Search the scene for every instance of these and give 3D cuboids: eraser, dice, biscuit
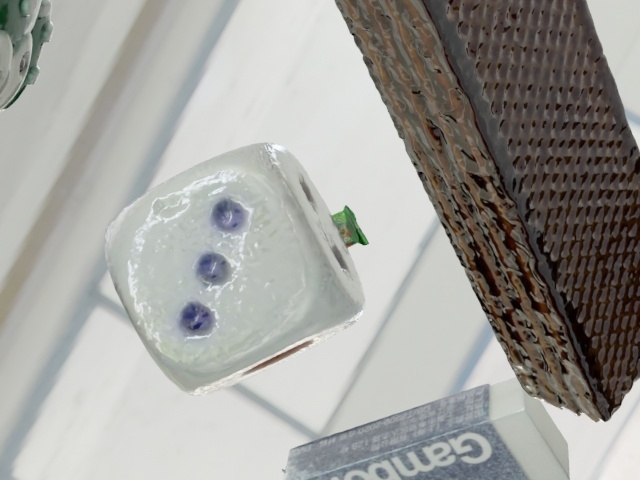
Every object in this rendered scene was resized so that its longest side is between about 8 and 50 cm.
[{"bbox_3d":[0.084,0.179,1.332,0.092,0.212,0.046,56,-155,-30],"label":"eraser"},{"bbox_3d":[-0.079,0.028,1.593,0.193,0.191,0.194,-26,-8,10],"label":"dice"},{"bbox_3d":[0.000,0.000,1.698,0.089,0.046,0.016,-24,-3,-3],"label":"biscuit"},{"bbox_3d":[0.111,-0.056,0.931,0.107,0.073,0.388,-51,-44,-24],"label":"biscuit"}]

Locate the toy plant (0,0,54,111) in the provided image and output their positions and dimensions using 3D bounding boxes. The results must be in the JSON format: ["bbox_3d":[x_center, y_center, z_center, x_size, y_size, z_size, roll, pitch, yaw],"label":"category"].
[{"bbox_3d":[-0.241,-0.138,1.078,0.232,0.113,0.243,-45,-20,-54],"label":"toy plant"}]
